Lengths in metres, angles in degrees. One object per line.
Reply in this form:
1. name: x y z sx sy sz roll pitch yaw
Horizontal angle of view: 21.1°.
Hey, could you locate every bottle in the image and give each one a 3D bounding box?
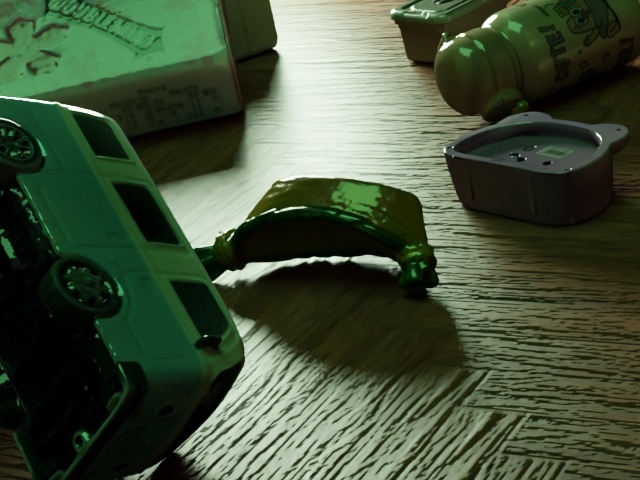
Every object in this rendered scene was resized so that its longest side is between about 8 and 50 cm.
1. bottle: 0.213 -0.181 1.683 0.209 0.097 0.110 -24 68 -22

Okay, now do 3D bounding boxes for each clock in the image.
1. clock: 0.188 -0.062 1.463 0.110 0.050 0.153 -29 28 -33

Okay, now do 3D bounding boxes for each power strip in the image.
1. power strip: -0.185 -0.269 2.028 0.224 0.140 0.139 -21 26 -21

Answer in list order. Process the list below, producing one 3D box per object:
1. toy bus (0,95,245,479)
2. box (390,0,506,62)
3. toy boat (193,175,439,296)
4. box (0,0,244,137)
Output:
1. toy bus: -0.162 0.033 1.181 0.165 0.133 0.271 1 47 -45
2. box: 0.146 -0.239 1.885 0.122 0.062 0.089 -29 28 -36
3. toy boat: 0.000 0.000 1.401 0.229 0.089 0.088 4 67 33
4. box: -0.278 -0.191 1.859 0.370 0.112 0.190 -13 51 -2
